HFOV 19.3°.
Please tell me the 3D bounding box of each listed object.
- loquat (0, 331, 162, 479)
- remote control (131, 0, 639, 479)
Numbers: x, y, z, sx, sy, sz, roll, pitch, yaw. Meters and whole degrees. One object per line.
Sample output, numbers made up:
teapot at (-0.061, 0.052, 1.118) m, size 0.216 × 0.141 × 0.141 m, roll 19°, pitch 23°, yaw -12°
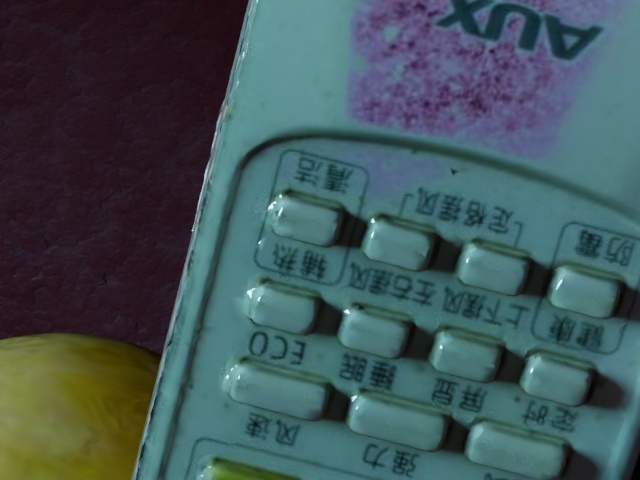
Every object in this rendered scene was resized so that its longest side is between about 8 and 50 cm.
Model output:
loquat at (-0.136, 0.205, 0.895) m, size 0.328 × 0.328 × 0.328 m, roll -167°, pitch 90°, yaw -84°
remote control at (0.019, 0.059, 0.554) m, size 0.050 × 0.145 × 0.344 m, roll -80°, pitch 4°, yaw -71°
